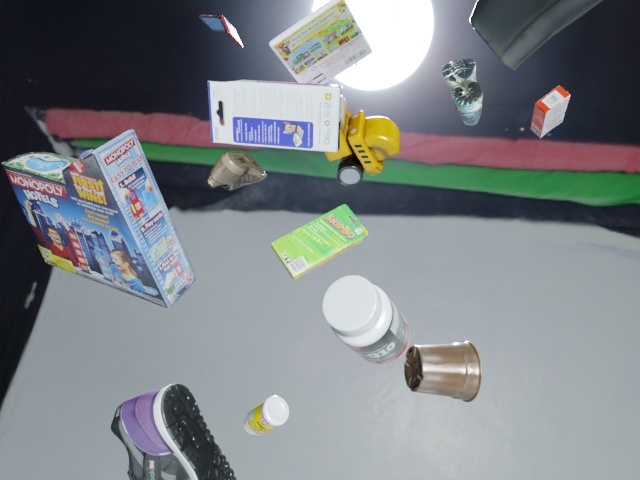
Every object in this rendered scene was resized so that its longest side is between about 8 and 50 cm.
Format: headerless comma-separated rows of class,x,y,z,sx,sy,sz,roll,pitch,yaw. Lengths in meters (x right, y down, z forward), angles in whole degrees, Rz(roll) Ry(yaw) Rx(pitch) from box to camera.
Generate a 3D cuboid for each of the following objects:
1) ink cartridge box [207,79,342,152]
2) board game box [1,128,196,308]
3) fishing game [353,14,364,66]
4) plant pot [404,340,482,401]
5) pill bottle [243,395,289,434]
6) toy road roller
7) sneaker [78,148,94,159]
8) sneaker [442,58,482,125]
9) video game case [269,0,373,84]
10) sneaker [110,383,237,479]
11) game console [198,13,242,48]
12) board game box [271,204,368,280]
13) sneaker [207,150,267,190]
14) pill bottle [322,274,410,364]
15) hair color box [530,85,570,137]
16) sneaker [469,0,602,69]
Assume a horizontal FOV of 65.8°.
ink cartridge box,-0.127,-0.350,1.382,0.370,0.176,0.069,5,25,7
board game box,-0.248,-0.037,0.556,0.194,0.060,0.194,17,-49,17
fishing game,0.089,-0.703,1.759,0.041,0.264,0.189,0,-56,-17
plant pot,0.329,0.358,1.366,0.165,0.167,0.167,5,-17,-13
pill bottle,-0.085,0.270,0.753,0.043,0.043,0.083,19,-42,-27
toy road roller,0.135,-0.374,1.728,0.240,0.203,0.330,-17,-50,24
sneaker,-0.649,-0.131,1.394,0.130,0.112,0.297,23,-47,17
sneaker,0.466,-0.487,1.625,0.110,0.283,0.122,-8,-41,16
video game case,0.007,-0.531,1.360,0.226,0.026,0.206,-28,-34,17
sneaker,-0.222,0.361,0.765,0.124,0.283,0.107,-19,6,15
game console,-0.364,-0.764,1.815,0.085,0.124,0.144,-25,-3,11
board game box,0.000,0.000,1.422,0.259,0.124,0.039,-30,-22,-15
sneaker,-0.171,-0.137,0.997,0.071,0.066,0.188,-40,-7,12
pill bottle,0.118,0.204,1.250,0.161,0.161,0.283,1,-25,26
hair color box,0.732,-0.409,1.583,0.093,0.053,0.167,-37,-25,4
sneaker,0.178,-0.261,0.439,0.083,0.222,0.118,21,-39,-25
